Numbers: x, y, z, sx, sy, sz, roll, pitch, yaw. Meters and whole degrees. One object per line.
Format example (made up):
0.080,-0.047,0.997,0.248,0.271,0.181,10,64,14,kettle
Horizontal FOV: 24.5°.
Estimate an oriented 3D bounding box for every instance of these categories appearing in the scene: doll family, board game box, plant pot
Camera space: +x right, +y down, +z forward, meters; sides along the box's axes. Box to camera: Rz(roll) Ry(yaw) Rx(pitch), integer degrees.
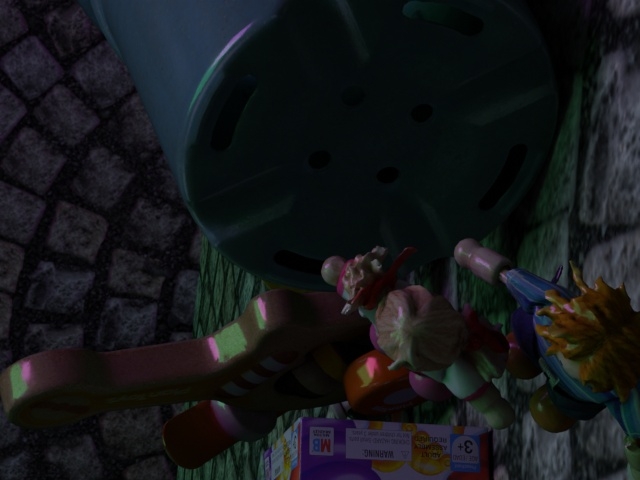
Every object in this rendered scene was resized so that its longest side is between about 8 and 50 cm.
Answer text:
0.125,0.074,0.625,0.118,0.263,0.163,-43,-6,-3,doll family
0.037,0.278,1.052,0.142,0.144,0.275,124,148,-68,board game box
-0.003,-0.162,1.055,0.334,0.341,0.341,-112,27,-48,plant pot

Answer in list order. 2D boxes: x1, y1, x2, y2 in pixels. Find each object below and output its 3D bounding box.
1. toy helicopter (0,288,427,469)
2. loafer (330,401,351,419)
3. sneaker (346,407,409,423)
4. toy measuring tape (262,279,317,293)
-0.085,0.108,1.202,0.235,0.355,0.140,122,137,-57,toy helicopter
0.024,0.142,1.477,0.045,0.039,0.125,63,-178,-19,loafer
0.037,0.216,1.279,0.061,0.064,0.158,-178,93,-79,sneaker
0.000,0.000,1.293,0.330,0.121,0.121,55,-148,-64,toy measuring tape
